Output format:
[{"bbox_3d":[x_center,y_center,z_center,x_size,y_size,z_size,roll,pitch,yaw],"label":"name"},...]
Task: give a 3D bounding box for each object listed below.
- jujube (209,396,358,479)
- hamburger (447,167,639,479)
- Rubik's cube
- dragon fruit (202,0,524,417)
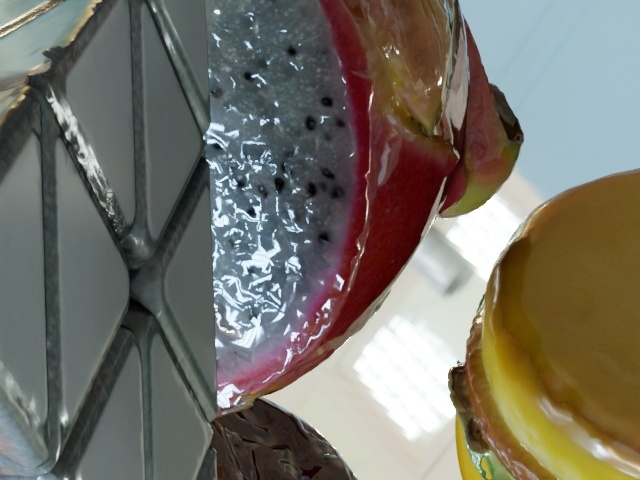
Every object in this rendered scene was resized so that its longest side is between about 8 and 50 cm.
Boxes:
[{"bbox_3d":[-0.071,0.286,1.374,0.276,0.276,0.377,11,-139,-27],"label":"jujube"},{"bbox_3d":[0.180,0.089,0.937,0.246,0.170,0.246,7,-138,-6],"label":"hamburger"},{"bbox_3d":[-0.125,0.018,0.631,0.233,0.228,0.229,1,-138,-45],"label":"Rubik's cube"},{"bbox_3d":[-0.044,-0.086,0.901,0.305,0.305,0.226,42,-149,11],"label":"dragon fruit"}]
